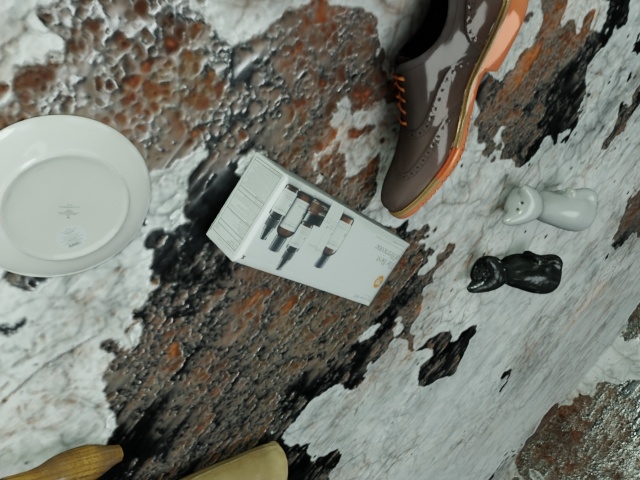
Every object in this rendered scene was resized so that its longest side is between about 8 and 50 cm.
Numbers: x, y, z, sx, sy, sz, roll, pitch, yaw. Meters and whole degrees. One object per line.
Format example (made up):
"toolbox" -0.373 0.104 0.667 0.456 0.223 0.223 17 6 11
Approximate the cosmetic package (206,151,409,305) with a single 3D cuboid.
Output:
"cosmetic package" 0.000 0.000 0.568 0.239 0.060 0.098 24 104 -49

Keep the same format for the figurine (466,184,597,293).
"figurine" 0.357 -0.002 0.879 0.210 0.092 0.214 -1 120 -37

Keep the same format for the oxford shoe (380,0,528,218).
"oxford shoe" 0.109 -0.152 0.547 0.099 0.097 0.271 12 113 -20

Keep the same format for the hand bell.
"hand bell" -0.290 0.229 0.471 0.242 0.126 0.126 5 117 -59

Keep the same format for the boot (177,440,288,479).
"boot" -0.186 0.409 0.695 0.270 0.089 0.236 0 120 -44

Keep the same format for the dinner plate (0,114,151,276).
"dinner plate" -0.199 -0.028 0.399 0.141 0.017 0.141 -24 135 -26
